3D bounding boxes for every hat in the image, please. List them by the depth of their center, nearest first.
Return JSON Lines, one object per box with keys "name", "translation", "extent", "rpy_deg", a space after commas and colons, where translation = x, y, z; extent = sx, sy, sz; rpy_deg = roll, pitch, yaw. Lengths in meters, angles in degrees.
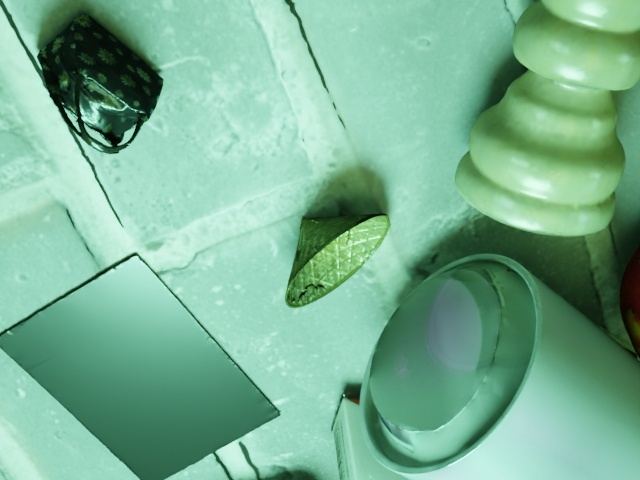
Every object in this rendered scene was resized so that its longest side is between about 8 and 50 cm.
{"name": "hat", "translation": [0.000, 0.000, 1.337], "extent": [0.146, 0.067, 0.146], "rpy_deg": [-36, 162, -14]}

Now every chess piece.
{"name": "chess piece", "translation": [0.244, -0.170, 1.213], "extent": [0.167, 0.167, 0.300], "rpy_deg": [6, 117, -13]}

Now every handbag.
{"name": "handbag", "translation": [-0.211, -0.128, 1.161], "extent": [0.072, 0.139, 0.115], "rpy_deg": [-34, 124, 22]}

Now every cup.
{"name": "cup", "translation": [0.245, 0.199, 1.367], "extent": [0.371, 0.253, 0.253], "rpy_deg": [33, 114, -29]}

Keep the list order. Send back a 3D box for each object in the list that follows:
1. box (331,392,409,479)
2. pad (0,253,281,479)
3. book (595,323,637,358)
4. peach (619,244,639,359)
{"name": "box", "translation": [0.090, 0.280, 1.465], "extent": [0.133, 0.182, 0.099], "rpy_deg": [2, 138, -14]}
{"name": "pad", "translation": [-0.207, 0.161, 1.445], "extent": [0.202, 0.005, 0.300], "rpy_deg": [-30, 124, 12]}
{"name": "book", "translation": [0.252, 0.143, 1.496], "extent": [0.228, 0.024, 0.160], "rpy_deg": [27, 117, -25]}
{"name": "peach", "translation": [0.426, 0.052, 1.372], "extent": [0.197, 0.197, 0.197], "rpy_deg": [-4, 125, -6]}
